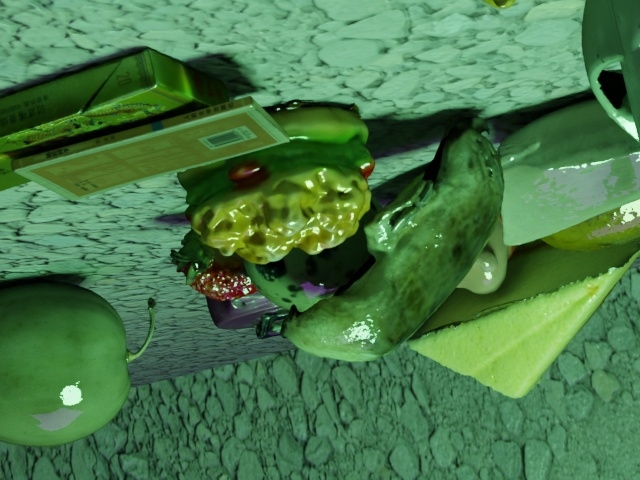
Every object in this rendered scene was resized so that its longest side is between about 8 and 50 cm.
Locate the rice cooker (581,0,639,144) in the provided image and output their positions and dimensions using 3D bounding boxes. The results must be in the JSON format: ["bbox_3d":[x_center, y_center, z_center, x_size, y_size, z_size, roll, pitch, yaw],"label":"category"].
[{"bbox_3d":[0.343,-0.166,1.246,0.277,0.288,0.288,-14,170,11],"label":"rice cooker"}]

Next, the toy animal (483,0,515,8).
[{"bbox_3d":[0.158,-0.231,1.300,0.070,0.083,0.159,-46,169,20],"label":"toy animal"}]

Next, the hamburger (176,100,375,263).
[{"bbox_3d":[-0.046,-0.053,1.799,0.237,0.149,0.237,-13,171,-2],"label":"hamburger"}]

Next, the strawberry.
[{"bbox_3d":[-0.124,0.027,2.179,0.085,0.140,0.192,-64,178,28],"label":"strawberry"}]

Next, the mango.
[{"bbox_3d":[0.428,-0.088,2.125,0.329,0.176,0.175,-17,135,24],"label":"mango"}]

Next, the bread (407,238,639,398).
[{"bbox_3d":[0.366,0.002,2.411,0.346,0.242,0.405,-47,167,-42],"label":"bread"}]

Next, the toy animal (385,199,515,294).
[{"bbox_3d":[0.198,-0.001,2.386,0.171,0.171,0.198,-18,165,33],"label":"toy animal"}]

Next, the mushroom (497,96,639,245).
[{"bbox_3d":[0.377,-0.120,1.965,0.407,0.154,0.137,-23,-153,22],"label":"mushroom"}]

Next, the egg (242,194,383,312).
[{"bbox_3d":[0.000,0.000,2.089,0.177,0.177,0.228,-21,-177,43],"label":"egg"}]

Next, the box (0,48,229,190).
[{"bbox_3d":[-0.259,-0.106,1.545,0.311,0.043,0.173,-16,169,18],"label":"box"}]

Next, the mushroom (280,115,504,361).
[{"bbox_3d":[0.106,0.017,1.914,0.344,0.130,0.247,-50,170,-20],"label":"mushroom"}]

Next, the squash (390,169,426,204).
[{"bbox_3d":[0.140,-0.033,2.222,0.094,0.094,0.341,-5,147,-34],"label":"squash"}]

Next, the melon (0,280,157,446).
[{"bbox_3d":[-0.427,0.186,2.416,0.308,0.271,0.272,11,172,6],"label":"melon"}]

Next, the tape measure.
[{"bbox_3d":[-0.060,0.060,2.422,0.231,0.149,0.245,-12,171,-8],"label":"tape measure"}]

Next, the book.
[{"bbox_3d":[-0.162,-0.089,1.579,0.242,0.018,0.170,-14,170,8],"label":"book"}]
